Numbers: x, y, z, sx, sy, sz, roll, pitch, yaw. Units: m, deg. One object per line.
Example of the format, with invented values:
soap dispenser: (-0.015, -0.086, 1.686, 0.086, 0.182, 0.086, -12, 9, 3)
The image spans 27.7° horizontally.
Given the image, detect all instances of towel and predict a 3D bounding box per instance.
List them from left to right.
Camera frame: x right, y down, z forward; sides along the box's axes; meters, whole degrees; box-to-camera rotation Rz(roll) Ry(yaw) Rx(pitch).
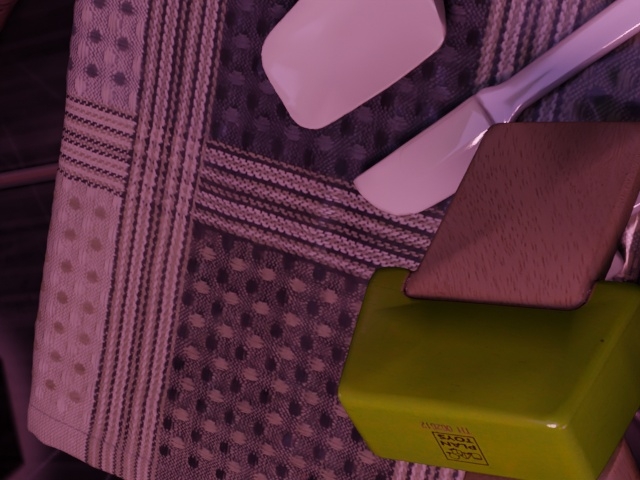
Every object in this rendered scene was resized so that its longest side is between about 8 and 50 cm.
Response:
towel: (0.000, 0.000, 0.612, 0.312, 0.056, 0.324, 19, 109, 25)

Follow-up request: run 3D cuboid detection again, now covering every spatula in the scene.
spatula: (0.099, -0.078, 0.496, 0.242, 0.019, 0.168, -36, 80, 30)

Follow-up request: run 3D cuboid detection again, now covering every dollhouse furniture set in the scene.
dollhouse furniture set: (0.161, 0.096, 0.483, 0.197, 0.151, 0.301, 3, 139, 33)

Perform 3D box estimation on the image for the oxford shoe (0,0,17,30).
oxford shoe: (-0.178, -0.156, 0.638, 0.098, 0.097, 0.271, 54, 128, 46)
